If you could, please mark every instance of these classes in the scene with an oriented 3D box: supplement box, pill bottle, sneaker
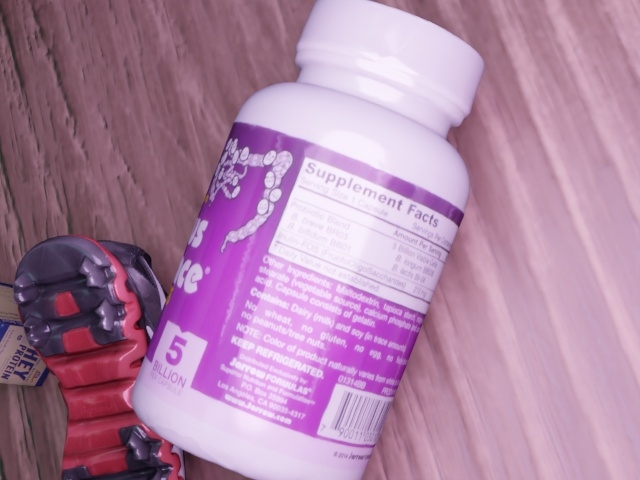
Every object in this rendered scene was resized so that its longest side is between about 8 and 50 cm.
[{"bbox_3d":[-0.278,0.077,0.859,0.083,0.083,0.056,35,97,30],"label":"supplement box"},{"bbox_3d":[0.000,0.000,0.673,0.169,0.169,0.302,20,88,31],"label":"pill bottle"},{"bbox_3d":[-0.145,0.123,0.769,0.097,0.135,0.276,-10,97,17],"label":"sneaker"}]
